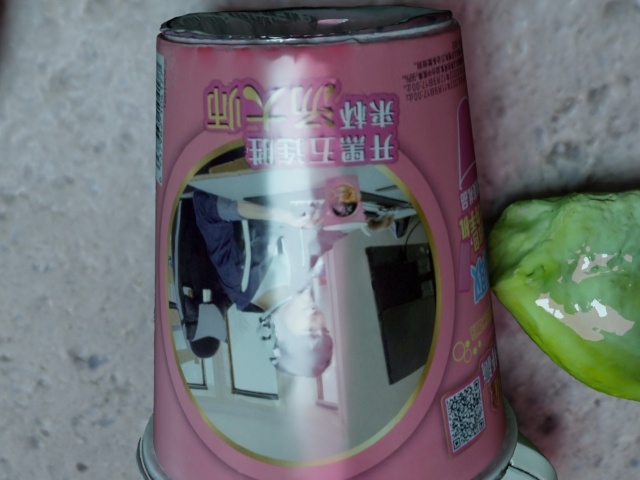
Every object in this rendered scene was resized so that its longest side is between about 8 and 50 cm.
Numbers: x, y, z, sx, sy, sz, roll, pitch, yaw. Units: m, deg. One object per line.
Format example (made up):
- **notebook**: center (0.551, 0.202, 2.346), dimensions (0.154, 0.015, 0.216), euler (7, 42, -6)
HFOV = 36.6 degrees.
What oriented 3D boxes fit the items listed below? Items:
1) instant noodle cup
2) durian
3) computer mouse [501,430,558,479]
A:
- **instant noodle cup**: center (0.000, 0.000, 0.552), dimensions (0.243, 0.244, 0.255), euler (-1, 107, 2)
- **durian**: center (0.226, 0.036, 0.616), dimensions (0.250, 0.101, 0.139), euler (11, 115, -6)
- **computer mouse**: center (0.052, 0.223, 0.688), dimensions (0.159, 0.097, 0.288), euler (21, 126, -15)
